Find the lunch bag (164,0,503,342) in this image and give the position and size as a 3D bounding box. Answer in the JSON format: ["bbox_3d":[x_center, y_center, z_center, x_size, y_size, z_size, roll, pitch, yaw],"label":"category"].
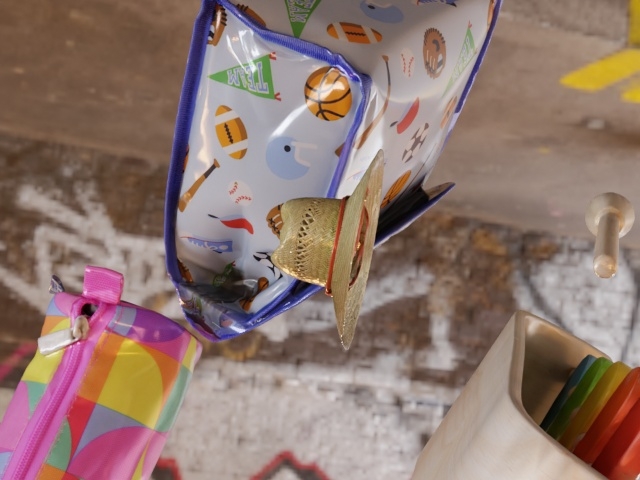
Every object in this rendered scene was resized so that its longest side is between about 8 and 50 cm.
[{"bbox_3d":[0.005,-0.099,1.338,0.239,0.385,0.328,32,-143,17],"label":"lunch bag"}]

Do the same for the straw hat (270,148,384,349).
[{"bbox_3d":[0.000,0.000,0.814,0.061,0.144,0.144,9,171,6],"label":"straw hat"}]

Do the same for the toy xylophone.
[{"bbox_3d":[0.122,0.102,0.668,0.081,0.236,0.322,32,-160,4],"label":"toy xylophone"}]

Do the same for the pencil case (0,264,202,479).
[{"bbox_3d":[-0.151,0.138,0.706,0.104,0.236,0.104,18,164,5],"label":"pencil case"}]
